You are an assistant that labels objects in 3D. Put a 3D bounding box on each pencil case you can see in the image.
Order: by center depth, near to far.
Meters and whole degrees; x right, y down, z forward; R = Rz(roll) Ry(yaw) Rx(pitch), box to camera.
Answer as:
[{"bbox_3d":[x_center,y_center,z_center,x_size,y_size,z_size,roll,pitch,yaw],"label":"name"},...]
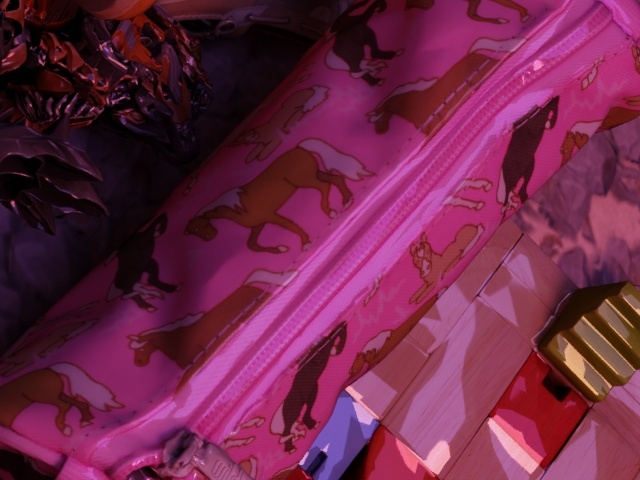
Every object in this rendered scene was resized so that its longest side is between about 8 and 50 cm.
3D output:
[{"bbox_3d":[0.000,0.000,0.853,0.386,0.167,0.160,-47,147,-20],"label":"pencil case"}]

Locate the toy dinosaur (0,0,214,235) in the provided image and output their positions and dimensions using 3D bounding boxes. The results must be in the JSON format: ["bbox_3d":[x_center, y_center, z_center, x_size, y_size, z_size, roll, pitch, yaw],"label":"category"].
[{"bbox_3d":[-0.190,-0.093,0.823,0.322,0.164,0.218,11,58,-22],"label":"toy dinosaur"}]

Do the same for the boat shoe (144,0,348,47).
[{"bbox_3d":[-0.041,-0.129,0.983,0.153,0.056,0.048,-11,106,-49],"label":"boat shoe"}]

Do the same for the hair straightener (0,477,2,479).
[{"bbox_3d":[-0.137,0.224,0.845,0.089,0.047,0.230,-12,80,-59],"label":"hair straightener"}]

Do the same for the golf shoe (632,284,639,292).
[{"bbox_3d":[0.236,0.108,1.186,0.086,0.069,0.176,-33,109,-58],"label":"golf shoe"}]

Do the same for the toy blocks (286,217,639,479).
[{"bbox_3d":[0.086,0.159,0.986,0.381,0.191,0.261,45,67,-14],"label":"toy blocks"}]

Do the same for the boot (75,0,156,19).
[{"bbox_3d":[-0.030,-0.177,0.900,0.211,0.104,0.295,29,34,-31],"label":"boot"}]
